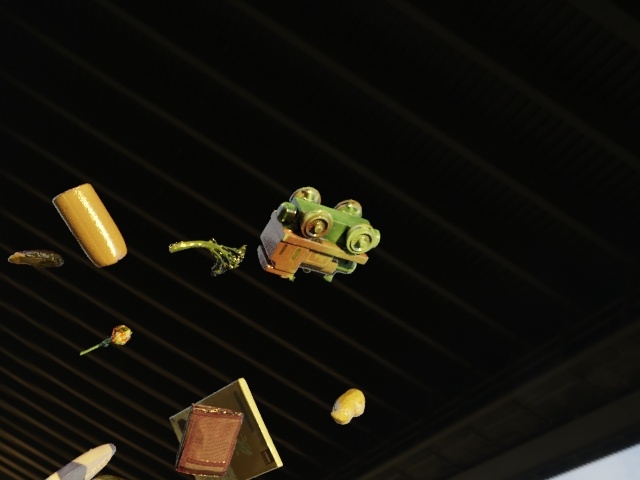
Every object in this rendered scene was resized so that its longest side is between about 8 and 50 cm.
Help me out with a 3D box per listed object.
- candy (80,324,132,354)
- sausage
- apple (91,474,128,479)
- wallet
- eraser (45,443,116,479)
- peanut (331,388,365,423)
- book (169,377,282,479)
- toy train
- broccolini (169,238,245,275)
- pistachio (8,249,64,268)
[{"bbox_3d":[-0.579,0.275,2.047,0.185,0.055,0.049,-26,-82,26],"label":"candy"},{"bbox_3d":[-0.678,-0.039,2.278,0.123,0.123,0.252,-26,-84,45],"label":"sausage"},{"bbox_3d":[-0.494,0.657,1.824,0.196,0.196,0.196,16,-40,14],"label":"apple"},{"bbox_3d":[-0.230,0.415,1.575,0.111,0.030,0.165,13,-67,-11],"label":"wallet"},{"bbox_3d":[-0.668,0.640,2.054,0.059,0.204,0.243,50,1,9],"label":"eraser"},{"bbox_3d":[0.084,0.484,2.225,0.080,0.174,0.080,4,-79,23],"label":"peanut"},{"bbox_3d":[-0.233,0.474,1.818,0.310,0.021,0.216,-35,-103,39],"label":"book"},{"bbox_3d":[0.000,0.000,1.981,0.304,0.150,0.221,16,-62,-30],"label":"toy train"},{"bbox_3d":[-0.352,0.050,2.304,0.062,0.272,0.123,43,-67,41],"label":"broccolini"},{"bbox_3d":[-0.921,0.055,2.489,0.173,0.049,0.089,5,-30,-9],"label":"pistachio"}]
